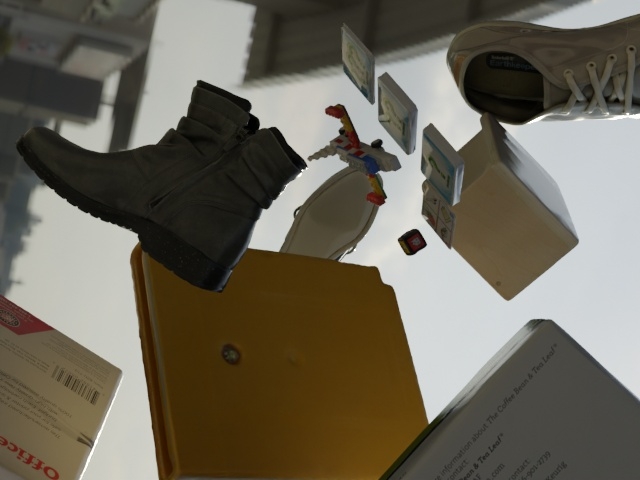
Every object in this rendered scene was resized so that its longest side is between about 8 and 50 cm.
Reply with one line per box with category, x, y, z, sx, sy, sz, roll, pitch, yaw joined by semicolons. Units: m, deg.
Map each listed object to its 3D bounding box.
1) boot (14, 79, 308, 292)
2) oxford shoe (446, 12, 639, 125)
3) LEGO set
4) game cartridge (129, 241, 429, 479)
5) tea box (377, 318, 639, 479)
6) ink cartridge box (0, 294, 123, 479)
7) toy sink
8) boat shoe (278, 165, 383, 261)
boot;-0.140;-0.077;1.155;0.161;0.246;0.083;-58;166;3
oxford shoe;0.393;-0.229;1.804;0.130;0.449;0.169;-66;154;-52
LEGO set;0.059;-0.070;1.236;0.182;0.060;0.244;52;-14;22
game cartridge;-0.038;0.140;1.395;0.053;0.323;0.285;-47;-135;43
tea box;0.149;0.252;1.057;0.329;0.220;0.323;-48;174;3
ink cartridge box;-0.362;0.201;1.443;0.117;0.207;0.283;-51;-169;22
toy sink;0.228;-0.048;1.691;0.131;0.153;0.234;-42;-165;17
boat shoe;0.000;0.000;1.691;0.254;0.095;0.079;-61;-175;20
